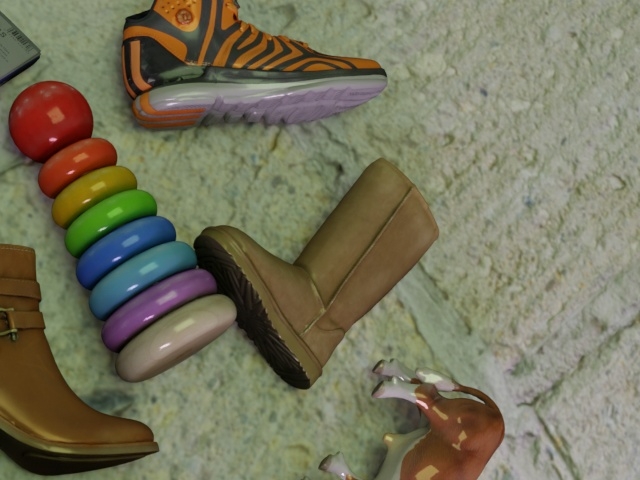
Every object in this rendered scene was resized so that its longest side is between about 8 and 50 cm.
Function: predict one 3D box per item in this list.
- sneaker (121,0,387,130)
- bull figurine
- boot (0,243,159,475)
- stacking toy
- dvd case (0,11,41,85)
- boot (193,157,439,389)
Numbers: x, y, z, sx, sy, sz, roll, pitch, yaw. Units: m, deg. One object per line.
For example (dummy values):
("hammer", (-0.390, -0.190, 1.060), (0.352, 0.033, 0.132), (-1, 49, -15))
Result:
("sneaker", (-0.076, -0.234, 1.451), (0.321, 0.124, 0.180), (-5, 76, -28))
("bull figurine", (0.086, 0.275, 1.373), (0.188, 0.101, 0.310), (41, 60, -7))
("boot", (-0.296, 0.117, 1.248), (0.283, 0.109, 0.220), (7, 66, -17))
("stacking toy", (-0.229, -0.021, 1.311), (0.141, 0.141, 0.330), (-28, 80, -31))
("dvd case", (-0.411, -0.210, 1.271), (0.179, 0.029, 0.239), (45, 31, -6))
("boot", (0.000, 0.000, 1.415), (0.269, 0.089, 0.236), (-49, 125, -29))
